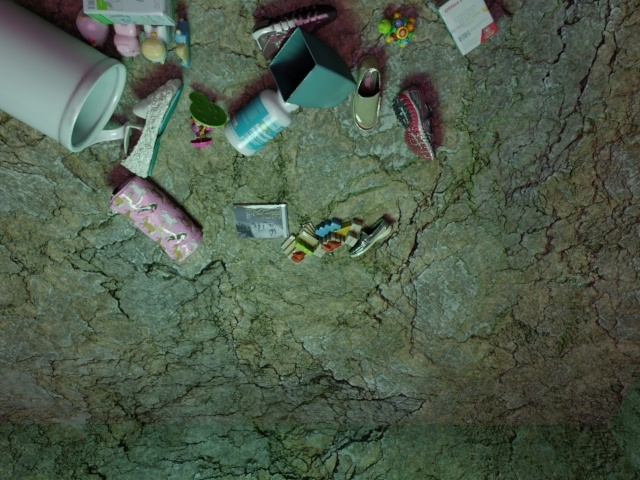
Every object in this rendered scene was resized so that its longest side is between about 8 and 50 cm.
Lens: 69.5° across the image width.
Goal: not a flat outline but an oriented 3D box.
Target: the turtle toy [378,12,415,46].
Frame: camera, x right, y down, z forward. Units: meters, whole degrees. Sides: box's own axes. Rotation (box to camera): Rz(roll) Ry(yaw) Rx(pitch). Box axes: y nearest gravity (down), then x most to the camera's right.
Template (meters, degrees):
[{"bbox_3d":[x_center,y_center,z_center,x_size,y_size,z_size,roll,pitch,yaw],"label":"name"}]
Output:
[{"bbox_3d":[0.247,-0.682,1.494,0.130,0.066,0.095,13,124,-10],"label":"turtle toy"}]

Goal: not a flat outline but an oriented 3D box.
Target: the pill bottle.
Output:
[{"bbox_3d":[-0.200,-0.427,1.617,0.264,0.146,0.146,-34,119,21],"label":"pill bottle"}]

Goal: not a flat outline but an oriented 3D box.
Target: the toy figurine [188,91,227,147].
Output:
[{"bbox_3d":[-0.431,-0.413,1.650,0.130,0.173,0.159,-20,158,-40],"label":"toy figurine"}]

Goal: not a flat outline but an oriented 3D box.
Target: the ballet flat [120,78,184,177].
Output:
[{"bbox_3d":[-0.612,-0.400,1.629,0.147,0.147,0.409,24,121,-16],"label":"ballet flat"}]

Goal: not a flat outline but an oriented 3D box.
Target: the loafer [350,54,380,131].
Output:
[{"bbox_3d":[0.158,-0.499,1.605,0.102,0.092,0.268,-2,125,1],"label":"loafer"}]

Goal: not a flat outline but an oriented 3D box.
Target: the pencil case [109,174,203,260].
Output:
[{"bbox_3d":[-0.648,-0.084,1.844,0.167,0.160,0.386,-28,122,27],"label":"pencil case"}]

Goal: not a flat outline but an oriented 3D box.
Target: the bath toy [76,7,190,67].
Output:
[{"bbox_3d":[-0.595,-0.645,1.474,0.349,0.151,0.129,9,147,-2],"label":"bath toy"}]

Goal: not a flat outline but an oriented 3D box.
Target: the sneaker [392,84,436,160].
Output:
[{"bbox_3d":[0.367,-0.413,1.661,0.112,0.121,0.299,-40,130,-11],"label":"sneaker"}]

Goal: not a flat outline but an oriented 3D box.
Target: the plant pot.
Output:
[{"bbox_3d":[-0.007,-0.535,1.494,0.234,0.165,0.166,1,148,-44],"label":"plant pot"}]

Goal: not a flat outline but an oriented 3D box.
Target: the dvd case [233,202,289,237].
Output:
[{"bbox_3d":[-0.247,-0.081,1.936,0.221,0.018,0.164,-2,125,0],"label":"dvd case"}]

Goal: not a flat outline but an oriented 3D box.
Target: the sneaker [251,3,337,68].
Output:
[{"bbox_3d":[-0.069,-0.653,1.502,0.282,0.106,0.162,-8,133,14],"label":"sneaker"}]

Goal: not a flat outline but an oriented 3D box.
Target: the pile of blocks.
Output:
[{"bbox_3d":[0.000,0.000,1.940,0.362,0.112,0.149,-22,122,14],"label":"pile of blocks"}]

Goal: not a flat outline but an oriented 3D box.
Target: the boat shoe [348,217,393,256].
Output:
[{"bbox_3d":[0.201,-0.017,1.957,0.224,0.080,0.073,-37,112,16],"label":"boat shoe"}]

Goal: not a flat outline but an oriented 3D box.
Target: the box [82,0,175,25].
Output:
[{"bbox_3d":[-0.552,-0.775,1.327,0.231,0.127,0.261,0,101,-2],"label":"box"}]

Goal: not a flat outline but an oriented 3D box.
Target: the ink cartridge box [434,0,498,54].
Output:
[{"bbox_3d":[0.466,-0.711,1.473,0.127,0.072,0.175,-31,120,20],"label":"ink cartridge box"}]

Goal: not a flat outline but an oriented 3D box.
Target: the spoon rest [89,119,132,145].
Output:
[{"bbox_3d":[-0.834,-0.396,1.667,0.277,0.084,0.137,-2,125,-1],"label":"spoon rest"}]

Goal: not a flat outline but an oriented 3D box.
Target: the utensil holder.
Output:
[{"bbox_3d":[-0.867,-0.516,1.431,0.386,0.327,0.327,31,119,-14],"label":"utensil holder"}]
